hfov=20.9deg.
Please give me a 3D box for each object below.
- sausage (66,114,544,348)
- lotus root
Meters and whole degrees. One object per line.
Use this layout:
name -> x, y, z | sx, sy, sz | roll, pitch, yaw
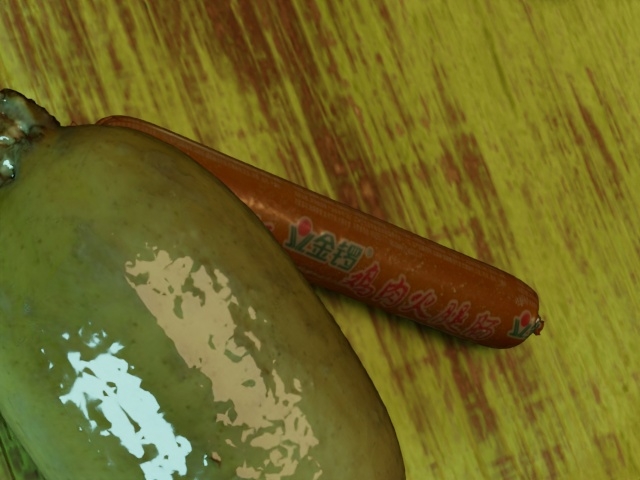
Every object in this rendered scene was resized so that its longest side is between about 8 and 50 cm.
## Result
sausage -> 0.000, 0.000, 1.046 | 0.347, 0.053, 0.053 | 22, 63, -26
lotus root -> -0.086, 0.054, 0.897 | 0.169, 0.151, 0.343 | -36, 97, -2
